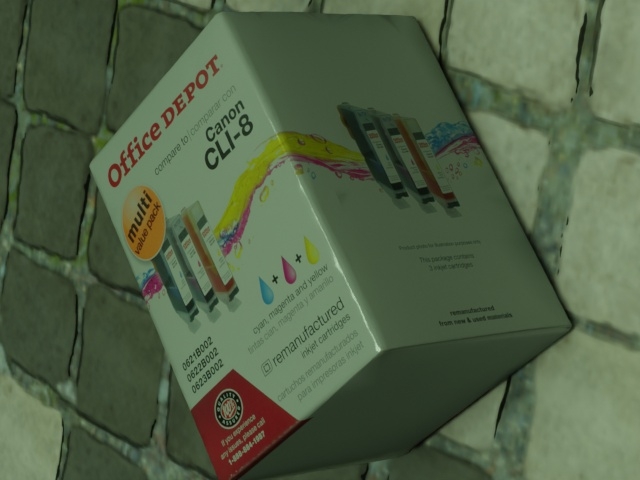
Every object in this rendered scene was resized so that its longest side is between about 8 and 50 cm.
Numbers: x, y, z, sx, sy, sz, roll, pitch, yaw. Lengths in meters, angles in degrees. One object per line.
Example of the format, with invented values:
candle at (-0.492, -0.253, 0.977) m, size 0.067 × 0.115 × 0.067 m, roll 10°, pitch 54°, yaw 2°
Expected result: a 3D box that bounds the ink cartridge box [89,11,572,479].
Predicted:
ink cartridge box at (0.000, 0.000, 0.859) m, size 0.128 × 0.127 × 0.176 m, roll -44°, pitch 62°, yaw 40°
